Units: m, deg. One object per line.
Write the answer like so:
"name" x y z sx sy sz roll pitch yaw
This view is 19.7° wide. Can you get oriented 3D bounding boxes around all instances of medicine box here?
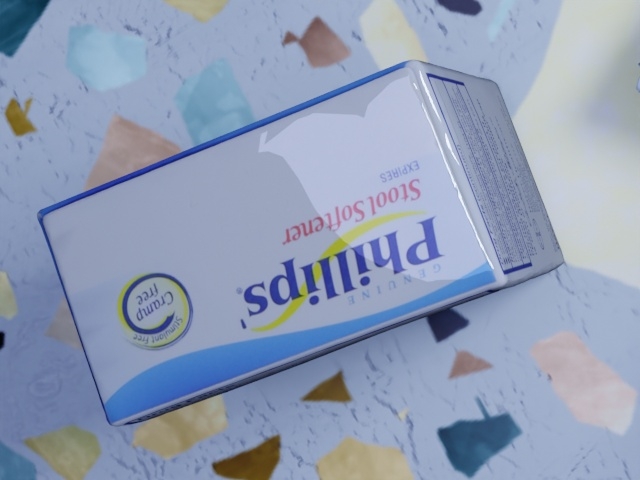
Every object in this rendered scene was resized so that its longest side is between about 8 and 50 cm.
"medicine box" 0.000 0.000 1.228 0.263 0.289 0.149 -21 86 14

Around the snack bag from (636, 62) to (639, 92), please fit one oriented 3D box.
"snack bag" 0.414 -0.190 1.187 0.342 0.037 0.323 23 86 25
